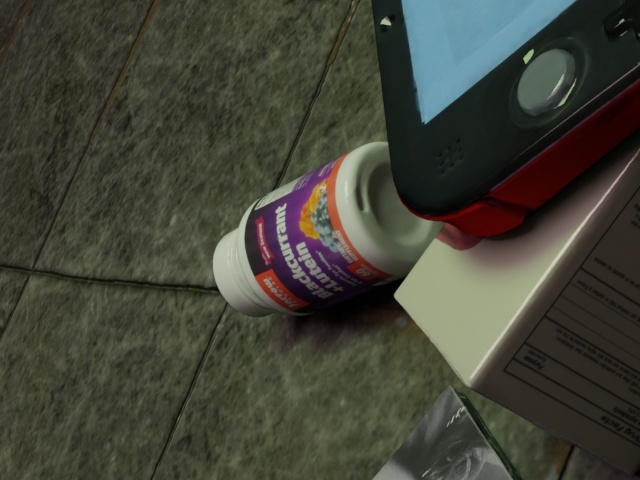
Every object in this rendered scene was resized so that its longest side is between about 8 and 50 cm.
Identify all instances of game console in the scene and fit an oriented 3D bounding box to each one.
[{"bbox_3d":[0.158,-0.217,0.880,0.342,0.060,0.386,-43,35,34],"label":"game console"}]

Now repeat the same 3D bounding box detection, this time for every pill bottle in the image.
[{"bbox_3d":[0.000,0.000,1.197,0.193,0.108,0.108,-25,45,45],"label":"pill bottle"}]

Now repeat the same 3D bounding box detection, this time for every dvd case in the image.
[{"bbox_3d":[0.055,0.228,1.010,0.221,0.018,0.164,-53,31,13],"label":"dvd case"}]

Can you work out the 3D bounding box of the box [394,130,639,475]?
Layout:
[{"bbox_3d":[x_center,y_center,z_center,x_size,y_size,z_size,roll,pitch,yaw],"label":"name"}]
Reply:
[{"bbox_3d":[0.181,-0.002,0.887,0.232,0.149,0.127,-54,30,10],"label":"box"}]
